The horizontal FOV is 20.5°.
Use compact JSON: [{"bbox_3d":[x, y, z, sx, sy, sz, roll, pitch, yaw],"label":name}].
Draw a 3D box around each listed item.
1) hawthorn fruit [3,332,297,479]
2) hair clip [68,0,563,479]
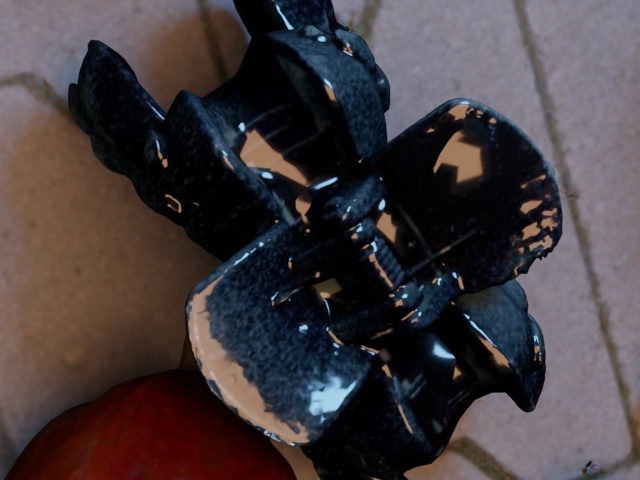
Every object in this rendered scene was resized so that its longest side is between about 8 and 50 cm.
[{"bbox_3d":[-0.092,0.162,0.942,0.189,0.189,0.251,23,70,-17],"label":"hawthorn fruit"},{"bbox_3d":[0.003,0.003,0.923,0.194,0.206,0.310,-38,105,-8],"label":"hair clip"}]
